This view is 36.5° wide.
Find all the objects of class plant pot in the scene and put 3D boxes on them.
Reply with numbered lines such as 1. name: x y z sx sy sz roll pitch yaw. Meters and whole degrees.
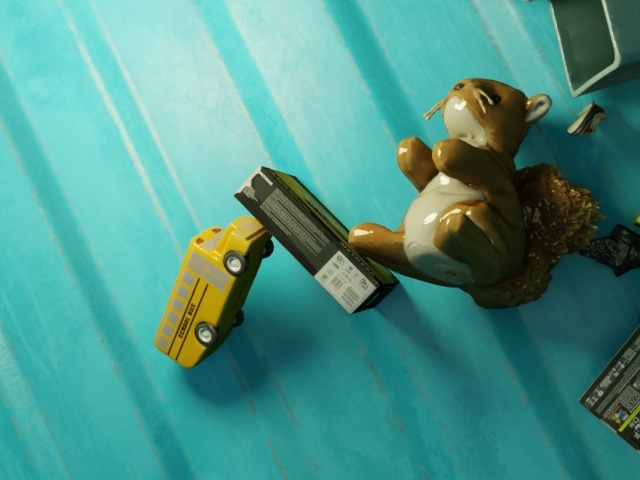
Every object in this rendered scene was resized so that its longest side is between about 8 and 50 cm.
1. plant pot: 0.569 -0.420 1.705 0.252 0.247 0.248 -13 86 -4

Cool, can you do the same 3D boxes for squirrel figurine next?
1. squirrel figurine: 0.312 -0.089 1.764 0.397 0.281 0.370 31 67 -24

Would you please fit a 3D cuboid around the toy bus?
1. toy bus: -0.206 0.093 1.876 0.130 0.108 0.333 33 121 14

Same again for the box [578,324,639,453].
1. box: 0.613 0.249 1.676 0.216 0.060 0.270 40 118 19

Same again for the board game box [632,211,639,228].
1. board game box: 0.656 0.000 1.747 0.181 0.092 0.043 35 96 11

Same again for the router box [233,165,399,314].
1. router box: 0.000 0.000 1.824 0.309 0.243 0.081 45 99 9

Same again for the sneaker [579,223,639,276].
1. sneaker: 0.572 0.034 1.789 0.170 0.051 0.089 33 106 7

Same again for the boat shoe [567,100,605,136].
1. boat shoe: 0.490 -0.216 1.772 0.043 0.137 0.049 50 126 -1
